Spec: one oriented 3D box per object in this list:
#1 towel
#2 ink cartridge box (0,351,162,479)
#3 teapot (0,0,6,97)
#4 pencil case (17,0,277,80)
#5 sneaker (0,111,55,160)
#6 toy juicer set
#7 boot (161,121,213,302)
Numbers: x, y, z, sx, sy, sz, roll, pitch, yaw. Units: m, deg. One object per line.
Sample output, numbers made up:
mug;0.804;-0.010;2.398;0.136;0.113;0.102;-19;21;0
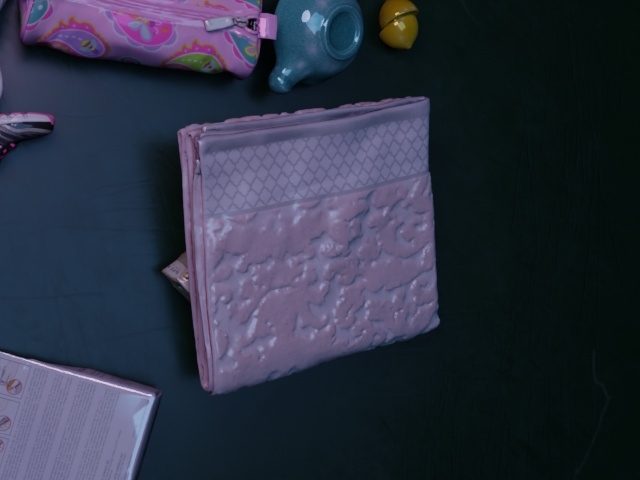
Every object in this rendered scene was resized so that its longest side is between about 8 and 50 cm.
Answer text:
towel;0.000;0.000;1.231;0.332;0.053;0.316;-13;109;-28
ink cartridge box;-0.321;0.233;1.197;0.232;0.066;0.189;16;86;2
teapot;-0.402;-0.287;1.069;0.187;0.256;0.252;-1;50;-42
pencil case;-0.198;-0.258;1.184;0.284;0.124;0.124;8;88;-18
sneaker;-0.375;-0.095;1.156;0.170;0.063;0.074;-19;97;-13
toy juicer set;0.025;-0.251;1.281;0.209;0.089;0.328;7;98;-45
boot;-0.125;-0.016;1.233;0.165;0.077;0.213;-39;110;-14
